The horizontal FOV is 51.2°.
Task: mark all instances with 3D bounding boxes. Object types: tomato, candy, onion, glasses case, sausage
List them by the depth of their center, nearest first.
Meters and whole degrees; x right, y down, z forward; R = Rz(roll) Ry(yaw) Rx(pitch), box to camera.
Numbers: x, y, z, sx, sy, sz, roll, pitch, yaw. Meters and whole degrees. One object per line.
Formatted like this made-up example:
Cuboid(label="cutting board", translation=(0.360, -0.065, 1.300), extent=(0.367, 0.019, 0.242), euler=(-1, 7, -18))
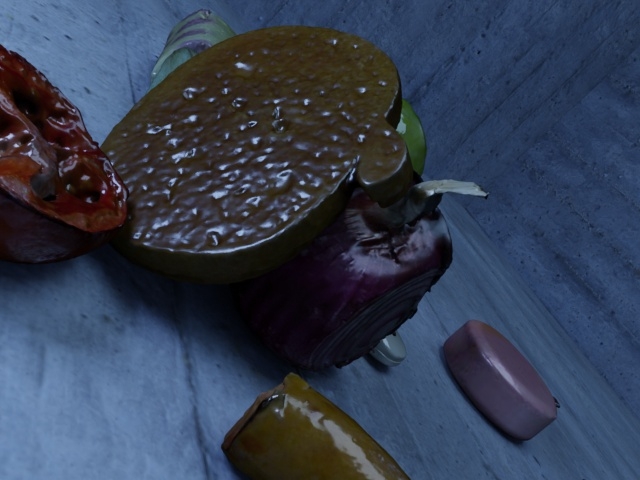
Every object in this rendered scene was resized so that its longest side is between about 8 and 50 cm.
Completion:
Cuboid(label="tomato", translation=(-0.270, -0.064, 0.561), extent=(0.228, 0.101, 0.228), euler=(49, 14, -17))
Cuboid(label="sausage", translation=(0.035, 0.236, 0.570), extent=(0.270, 0.109, 0.109), euler=(49, 16, 4))
Cuboid(label="onion", translation=(0.003, 0.016, 0.795), extent=(0.230, 0.272, 0.256), euler=(-4, 30, -26))
Cuboid(label="glasses case", translation=(0.061, 0.109, 1.036), extent=(0.204, 0.051, 0.081), euler=(53, 17, 27))
Cuboid(label="candy", translation=(0.350, 0.269, 1.286), extent=(0.255, 0.094, 0.255), euler=(41, 16, -15))

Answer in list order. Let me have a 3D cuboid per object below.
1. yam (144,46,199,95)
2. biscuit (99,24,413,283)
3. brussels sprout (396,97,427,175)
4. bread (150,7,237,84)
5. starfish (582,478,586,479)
Cuboid(label="yam", translation=(-0.111, -0.139, 0.955), extent=(0.304, 0.168, 0.168), euler=(29, 20, -16))
Cuboid(label="biscuit", translation=(-0.059, -0.104, 0.738), extent=(0.350, 0.394, 0.070), euler=(23, -35, 27))
Cuboid(label="brussels sprout", translation=(0.085, -0.151, 1.387), extent=(0.243, 0.316, 0.273), euler=(25, 40, -3))
Cuboid(label="bread", translation=(-0.201, -0.294, 1.202), extent=(0.187, 0.155, 0.338), euler=(45, 13, -25))
Cuboid(label="starfish", translation=(0.549, 0.537, 1.213), extent=(0.295, 0.048, 0.231), euler=(37, 7, -32))
